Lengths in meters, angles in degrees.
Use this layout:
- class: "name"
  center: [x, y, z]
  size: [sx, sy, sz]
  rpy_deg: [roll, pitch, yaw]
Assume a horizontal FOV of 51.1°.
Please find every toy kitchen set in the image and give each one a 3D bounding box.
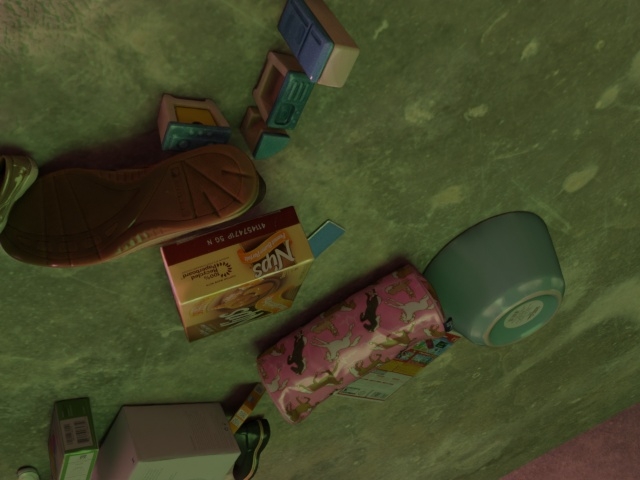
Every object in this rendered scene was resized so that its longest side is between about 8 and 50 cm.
- class: "toy kitchen set"
  center: [-0.085, -0.182, 0.796]
  size: [0.166, 0.122, 0.207]
  rpy_deg: [1, 134, -33]

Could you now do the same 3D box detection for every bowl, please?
- class: "bowl"
  center: [0.379, 0.107, 1.395]
  size: [0.312, 0.163, 0.311]
  rpy_deg: [-17, 142, -13]

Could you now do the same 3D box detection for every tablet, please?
- class: "tablet"
  center: [0.000, 0.000, 1.159]
  size: [0.083, 0.006, 0.054]
  rpy_deg: [-42, 141, 17]

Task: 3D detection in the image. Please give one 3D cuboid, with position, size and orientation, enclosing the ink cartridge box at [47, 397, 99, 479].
- class: "ink cartridge box"
  center: [-0.467, 0.400, 1.248]
  size: [0.062, 0.109, 0.209]
  rpy_deg: [-2, 136, -30]

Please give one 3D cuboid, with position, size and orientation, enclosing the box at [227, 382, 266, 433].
- class: "box"
  center: [-0.171, 0.374, 1.435]
  size: [0.136, 0.028, 0.081]
  rpy_deg: [-52, 180, 29]

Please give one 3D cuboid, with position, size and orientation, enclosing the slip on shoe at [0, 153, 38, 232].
- class: "slip on shoe"
  center: [-0.396, -0.049, 0.809]
  size: [0.135, 0.051, 0.041]
  rpy_deg: [-45, 157, 16]

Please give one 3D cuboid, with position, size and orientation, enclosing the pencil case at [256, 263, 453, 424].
- class: "pencil case"
  center: [0.062, 0.204, 1.313]
  size: [0.386, 0.167, 0.160]
  rpy_deg: [-30, 167, 3]

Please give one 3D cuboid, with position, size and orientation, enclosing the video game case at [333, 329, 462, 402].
- class: "video game case"
  center: [0.183, 0.288, 1.596]
  size: [0.285, 0.025, 0.204]
  rpy_deg: [-45, 140, 21]

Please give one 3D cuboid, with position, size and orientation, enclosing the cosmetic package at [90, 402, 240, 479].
- class: "cosmetic package"
  center: [-0.325, 0.456, 1.369]
  size: [0.225, 0.138, 0.224]
  rpy_deg: [8, 125, -41]

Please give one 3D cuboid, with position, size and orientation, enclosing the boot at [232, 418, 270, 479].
- class: "boot"
  center: [-0.211, 0.492, 1.559]
  size: [0.137, 0.077, 0.197]
  rpy_deg: [4, 120, -29]

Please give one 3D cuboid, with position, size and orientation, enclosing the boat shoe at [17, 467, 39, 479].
- class: "boat shoe"
  center: [-0.581, 0.490, 1.341]
  size: [0.035, 0.035, 0.100]
  rpy_deg: [-13, 141, -20]

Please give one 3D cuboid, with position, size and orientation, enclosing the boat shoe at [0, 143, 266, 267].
- class: "boat shoe"
  center: [-0.235, -0.039, 0.858]
  size: [0.342, 0.123, 0.123]
  rpy_deg: [-14, 175, 7]

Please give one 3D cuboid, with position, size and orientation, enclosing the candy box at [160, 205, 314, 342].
- class: "candy box"
  center: [-0.126, 0.062, 0.989]
  size: [0.183, 0.087, 0.316]
  rpy_deg: [-18, 167, -14]
